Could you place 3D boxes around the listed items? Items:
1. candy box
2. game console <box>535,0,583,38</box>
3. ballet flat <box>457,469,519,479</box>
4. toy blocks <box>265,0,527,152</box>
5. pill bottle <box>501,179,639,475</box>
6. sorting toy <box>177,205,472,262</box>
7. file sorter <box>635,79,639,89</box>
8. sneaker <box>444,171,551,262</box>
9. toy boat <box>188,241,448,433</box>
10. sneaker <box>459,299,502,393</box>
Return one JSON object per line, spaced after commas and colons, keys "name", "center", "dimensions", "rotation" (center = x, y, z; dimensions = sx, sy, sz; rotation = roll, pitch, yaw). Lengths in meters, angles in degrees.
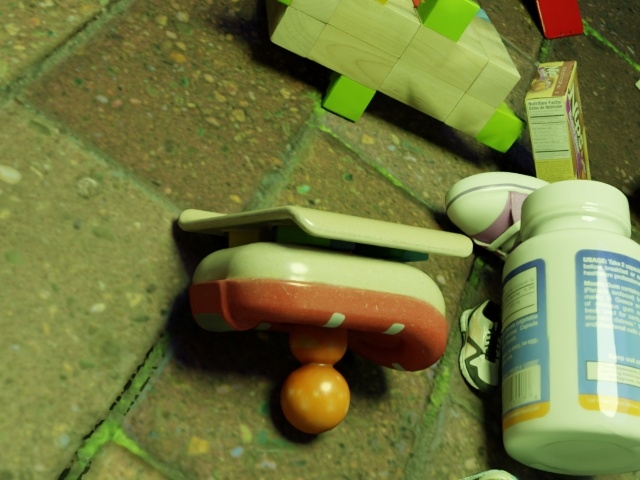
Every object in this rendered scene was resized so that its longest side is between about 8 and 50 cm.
{"name": "candy box", "center": [0.304, -0.121, 1.213], "dimensions": [0.109, 0.053, 0.186], "rotation": [-57, 140, -50]}
{"name": "game console", "center": [0.381, -0.409, 1.650], "dimensions": [0.124, 0.085, 0.144], "rotation": [26, 29, 33]}
{"name": "ballet flat", "center": [0.136, 0.234, 0.830], "dimensions": [0.188, 0.070, 0.070], "rotation": [-6, 59, -42]}
{"name": "toy blocks", "center": [0.079, -0.287, 1.197], "dimensions": [0.381, 0.190, 0.261], "rotation": [22, 32, -21]}
{"name": "pill bottle", "center": [0.258, 0.083, 0.952], "dimensions": [0.152, 0.152, 0.272], "rotation": [20, 59, -23]}
{"name": "sorting toy", "center": [0.000, 0.000, 0.857], "dimensions": [0.193, 0.208, 0.038], "rotation": [8, 86, -36]}
{"name": "file sorter", "center": [0.734, -0.286, 1.696], "dimensions": [0.278, 0.173, 0.193], "rotation": [-25, 72, -48]}
{"name": "sneaker", "center": [0.268, 0.032, 1.094], "dimensions": [0.282, 0.102, 0.161], "rotation": [23, 46, -21]}
{"name": "toy boat", "center": [0.001, 0.090, 0.821], "dimensions": [0.231, 0.151, 0.151], "rotation": [10, 79, -31]}
{"name": "sneaker", "center": [0.170, 0.108, 0.988], "dimensions": [0.040, 0.044, 0.109], "rotation": [22, 45, -24]}
